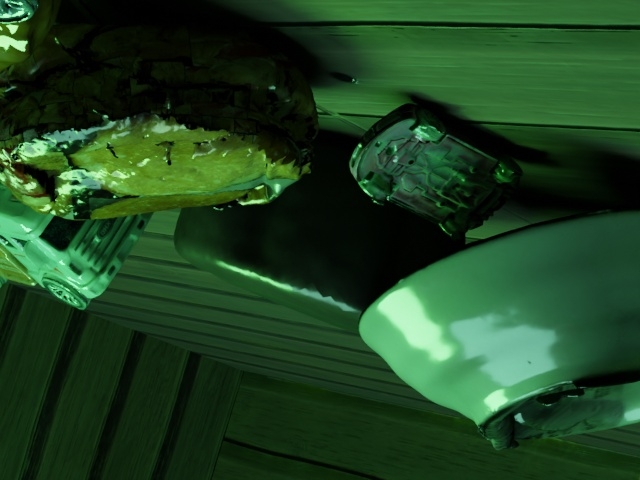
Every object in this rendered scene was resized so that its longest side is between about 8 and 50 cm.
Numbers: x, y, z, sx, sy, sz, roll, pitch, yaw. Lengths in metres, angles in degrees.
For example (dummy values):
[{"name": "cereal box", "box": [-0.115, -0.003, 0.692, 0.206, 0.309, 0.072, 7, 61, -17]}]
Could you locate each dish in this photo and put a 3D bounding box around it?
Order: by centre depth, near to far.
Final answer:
[{"name": "dish", "box": [0.191, 0.079, 1.278, 0.316, 0.106, 0.316, -9, 161, -3]}]

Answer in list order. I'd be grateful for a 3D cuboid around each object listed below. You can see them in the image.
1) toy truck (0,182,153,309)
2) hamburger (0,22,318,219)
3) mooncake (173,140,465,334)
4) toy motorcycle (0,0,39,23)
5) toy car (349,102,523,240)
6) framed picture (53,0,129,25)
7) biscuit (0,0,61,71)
[{"name": "toy truck", "box": [-0.310, -0.046, 1.749, 0.338, 0.133, 0.184, 11, 153, 45]}, {"name": "hamburger", "box": [-0.112, -0.079, 1.167, 0.231, 0.107, 0.231, 1, 163, 0]}, {"name": "mooncake", "box": [0.000, 0.000, 1.433, 0.245, 0.133, 0.245, 16, 171, 3]}, {"name": "toy motorcycle", "box": [-0.133, -0.172, 0.723, 0.315, 0.113, 0.169, 10, 164, -15]}, {"name": "toy car", "box": [0.078, -0.052, 1.221, 0.142, 0.069, 0.055, 24, -153, -41]}, {"name": "framed picture", "box": [-0.238, -0.167, 1.208, 0.232, 0.024, 0.315, 14, 170, 14]}, {"name": "biscuit", "box": [-0.276, -0.181, 0.940, 0.296, 0.102, 0.296, 16, 166, 4]}]
